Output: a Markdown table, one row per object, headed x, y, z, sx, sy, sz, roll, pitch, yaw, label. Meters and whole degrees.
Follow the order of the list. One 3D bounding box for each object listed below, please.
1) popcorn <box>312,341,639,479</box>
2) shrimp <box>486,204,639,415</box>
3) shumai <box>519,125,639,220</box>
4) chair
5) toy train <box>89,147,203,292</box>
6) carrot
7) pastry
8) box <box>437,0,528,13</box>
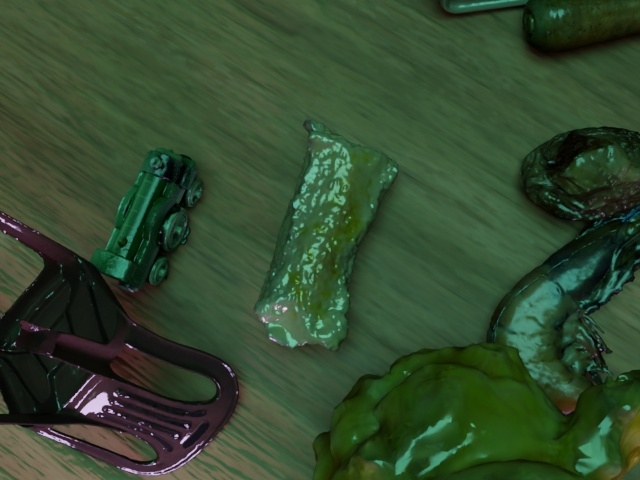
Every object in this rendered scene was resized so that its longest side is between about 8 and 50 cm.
| x | y | z | sx | sy | sz | roll | pitch | yaw | label |
| --- | --- | --- | --- | --- | --- | --- | --- | --- | --- |
| 0.132 | 0.235 | 0.724 | 0.279 | 0.274 | 0.336 | 23 | 108 | 26 | popcorn |
| 0.331 | 0.089 | 0.842 | 0.222 | 0.054 | 0.290 | 42 | 85 | 12 | shrimp |
| 0.303 | -0.089 | 0.847 | 0.139 | 0.105 | 0.123 | 3 | 59 | -3 | shumai |
| -0.254 | 0.121 | 0.800 | 0.175 | 0.326 | 0.183 | -46 | 54 | 3 | chair |
| -0.200 | -0.027 | 0.893 | 0.071 | 0.104 | 0.178 | 20 | 81 | 13 | toy train |
| 0.391 | -0.271 | 0.907 | 0.298 | 0.078 | 0.078 | -4 | 79 | -1 | carrot |
| 0.006 | 0.000 | 0.874 | 0.121 | 0.089 | 0.259 | 14 | 82 | 5 | pastry |
| 0.264 | -0.397 | 0.879 | 0.293 | 0.193 | 0.168 | -7 | 73 | 4 | box |
